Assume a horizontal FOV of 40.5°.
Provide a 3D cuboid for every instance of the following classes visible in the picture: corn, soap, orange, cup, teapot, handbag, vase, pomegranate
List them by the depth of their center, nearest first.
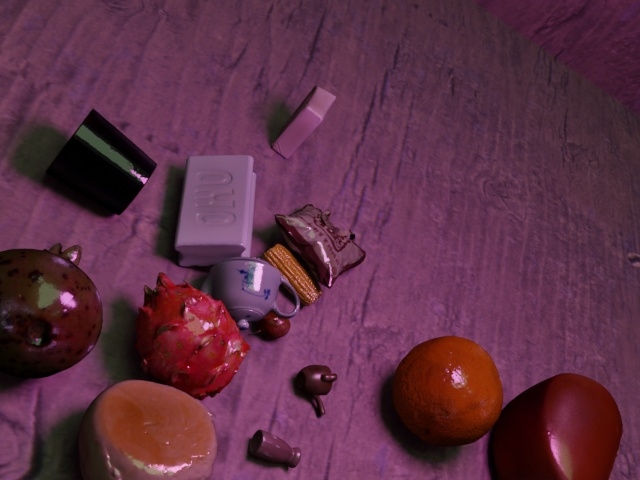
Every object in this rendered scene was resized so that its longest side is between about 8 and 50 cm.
[{"bbox_3d":[-0.520,0.100,1.552,0.242,0.242,0.306,13,31,-32],"label":"pomegranate"},{"bbox_3d":[-0.090,0.424,1.755,0.101,0.053,0.053,29,45,-24],"label":"vase"},{"bbox_3d":[-0.448,-0.185,1.858,0.177,0.166,0.239,36,44,-16],"label":"cup"},{"bbox_3d":[-0.160,0.124,1.864,0.232,0.159,0.159,2,52,-3],"label":"teapot"},{"bbox_3d":[-0.005,0.325,1.886,0.080,0.085,0.110,7,74,-33],"label":"teapot"},{"bbox_3d":[-0.233,-0.069,1.947,0.160,0.087,0.265,-1,52,3],"label":"soap"},{"bbox_3d":[0.296,0.342,1.987,0.264,0.264,0.264,21,48,-25],"label":"orange"},{"bbox_3d":[-0.065,0.081,2.029,0.165,0.063,0.085,48,12,3],"label":"corn"},{"bbox_3d":[0.000,0.000,2.087,0.213,0.127,0.235,47,26,6],"label":"handbag"},{"bbox_3d":[-0.046,-0.310,2.259,0.064,0.183,0.121,37,44,-11],"label":"soap"}]

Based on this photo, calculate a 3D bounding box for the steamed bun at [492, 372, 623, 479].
[{"bbox_3d":[0.565,0.478,2.101,0.248,0.235,0.379,47,42,0],"label":"steamed bun"}]

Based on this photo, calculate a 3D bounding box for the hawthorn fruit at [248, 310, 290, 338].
[{"bbox_3d":[-0.117,0.194,1.908,0.103,0.067,0.067,-29,78,-35],"label":"hawthorn fruit"}]

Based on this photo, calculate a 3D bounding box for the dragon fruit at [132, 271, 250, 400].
[{"bbox_3d":[-0.266,0.183,1.689,0.210,0.205,0.268,-23,77,-38],"label":"dragon fruit"}]

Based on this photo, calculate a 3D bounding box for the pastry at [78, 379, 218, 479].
[{"bbox_3d":[-0.304,0.366,1.534,0.265,0.133,0.265,20,28,-11],"label":"pastry"}]
